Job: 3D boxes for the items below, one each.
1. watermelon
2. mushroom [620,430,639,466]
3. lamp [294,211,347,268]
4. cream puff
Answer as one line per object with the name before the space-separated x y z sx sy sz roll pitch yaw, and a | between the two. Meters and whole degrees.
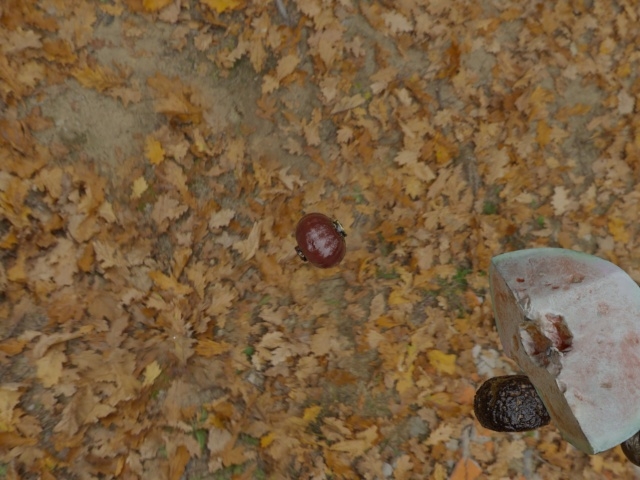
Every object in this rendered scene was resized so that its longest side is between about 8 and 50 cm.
watermelon | 0.407 0.160 0.939 0.188 0.175 0.321 -14 70 -3
mushroom | 0.870 0.493 1.595 0.217 0.148 0.227 29 83 -33
lamp | 0.000 0.000 0.988 0.090 0.101 0.101 -31 89 9
cream puff | 0.593 0.500 1.813 0.239 0.239 0.164 -4 83 -15
